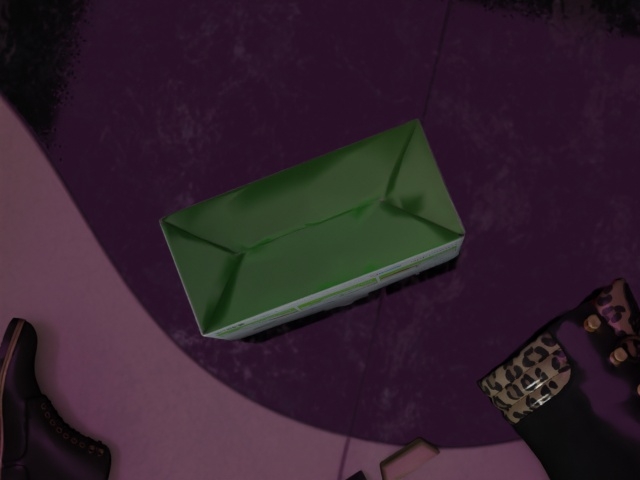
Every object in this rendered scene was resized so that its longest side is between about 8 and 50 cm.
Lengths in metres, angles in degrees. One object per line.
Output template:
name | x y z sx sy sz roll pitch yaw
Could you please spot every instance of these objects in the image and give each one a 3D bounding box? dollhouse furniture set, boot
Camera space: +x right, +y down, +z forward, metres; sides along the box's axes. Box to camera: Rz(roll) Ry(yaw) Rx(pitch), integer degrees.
dollhouse furniture set | 0.086 0.264 1.703 0.114 0.091 0.081 -33 100 -2
boot | -0.272 0.184 1.738 0.137 0.077 0.198 8 99 0
boot | 0.356 0.161 1.621 0.377 0.138 0.284 -40 80 29

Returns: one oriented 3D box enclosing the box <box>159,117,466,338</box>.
box | 0.000 0.000 1.646 0.262 0.231 0.126 -21 85 3
